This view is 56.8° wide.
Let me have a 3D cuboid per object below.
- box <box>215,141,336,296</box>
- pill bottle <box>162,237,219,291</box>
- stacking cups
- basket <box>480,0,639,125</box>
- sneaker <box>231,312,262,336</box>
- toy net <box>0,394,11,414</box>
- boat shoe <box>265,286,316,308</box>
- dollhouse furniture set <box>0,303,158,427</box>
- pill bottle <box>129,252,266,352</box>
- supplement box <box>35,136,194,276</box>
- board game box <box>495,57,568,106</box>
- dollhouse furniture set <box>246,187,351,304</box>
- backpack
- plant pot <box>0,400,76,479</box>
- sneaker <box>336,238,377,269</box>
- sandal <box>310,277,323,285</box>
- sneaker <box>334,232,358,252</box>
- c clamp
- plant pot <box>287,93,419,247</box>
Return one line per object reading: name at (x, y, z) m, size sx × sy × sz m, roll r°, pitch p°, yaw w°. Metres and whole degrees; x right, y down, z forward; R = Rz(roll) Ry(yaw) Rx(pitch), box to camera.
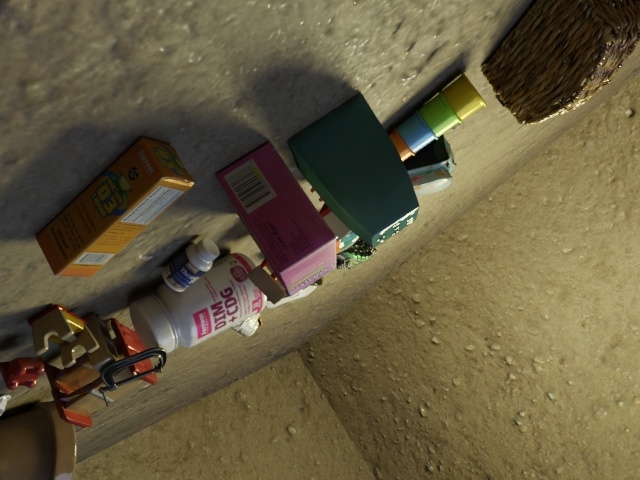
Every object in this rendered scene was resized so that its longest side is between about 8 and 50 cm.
box at (-0.075, -0.030, 1.120) m, size 0.117 × 0.214 × 0.243 m, roll -33°, pitch 167°, yaw -6°
pill bottle at (-0.271, 0.049, 1.247) m, size 0.120 × 0.067 × 0.067 m, roll -39°, pitch 166°, yaw 19°
stacking cups at (0.221, -0.240, 1.343) m, size 0.316 × 0.096 × 0.096 m, roll -38°, pitch 166°, yaw 20°
basket at (0.542, -0.404, 1.264) m, size 0.223 × 0.214 × 0.299 m, roll -25°, pitch 164°, yaw -30°
sneaker at (-0.249, 0.234, 1.832) m, size 0.106 × 0.123 × 0.290 m, roll -35°, pitch 166°, yaw 11°
toy net at (-0.809, 0.421, 1.327) m, size 0.232 × 0.045 × 0.122 m, roll -21°, pitch 161°, yaw -45°
boat shoe at (-0.098, 0.167, 2.031) m, size 0.226 × 0.083 × 0.076 m, roll -31°, pitch 167°, yaw -8°
dollhouse furniture set at (-0.530, 0.248, 1.256) m, size 0.201 × 0.152 × 0.374 m, roll -32°, pitch 149°, yaw -4°
pill bottle at (-0.280, 0.148, 1.370) m, size 0.283 × 0.160 × 0.160 m, roll -25°, pitch 164°, yaw -33°
supplement box at (-0.295, -0.043, 0.850) m, size 0.233 × 0.078 × 0.080 m, roll -38°, pitch 163°, yaw 14°
board game box at (0.606, -0.449, 1.628) m, size 0.243 × 0.042 × 0.165 m, roll -21°, pitch 161°, yaw -44°
dollhouse furniture set at (-0.047, -0.020, 1.360) m, size 0.259 × 0.135 × 0.262 m, roll -40°, pitch -170°, yaw 24°
backpack at (0.253, -0.186, 1.476) m, size 0.165 × 0.145 × 0.188 m, roll -17°, pitch 179°, yaw 20°
plant pot at (-0.775, 0.543, 1.485) m, size 0.229 × 0.263 × 0.263 m, roll 11°, pitch 136°, yaw -46°
sneaker at (0.085, 0.043, 1.908) m, size 0.146 × 0.134 × 0.343 m, roll -39°, pitch 166°, yaw 9°
sandal at (-0.018, 0.072, 1.897) m, size 0.089 × 0.060 × 0.219 m, roll 6°, pitch 145°, yaw 7°
sneaker at (0.000, 0.000, 1.627) m, size 0.302 × 0.108 × 0.121 m, roll -35°, pitch 171°, yaw 10°
c clamp at (-0.399, 0.281, 1.259) m, size 0.160 × 0.022 × 0.137 m, roll -22°, pitch 142°, yaw -15°
plant pot at (0.077, -0.115, 1.134) m, size 0.165 × 0.234 × 0.165 m, roll -33°, pitch 167°, yaw -2°
